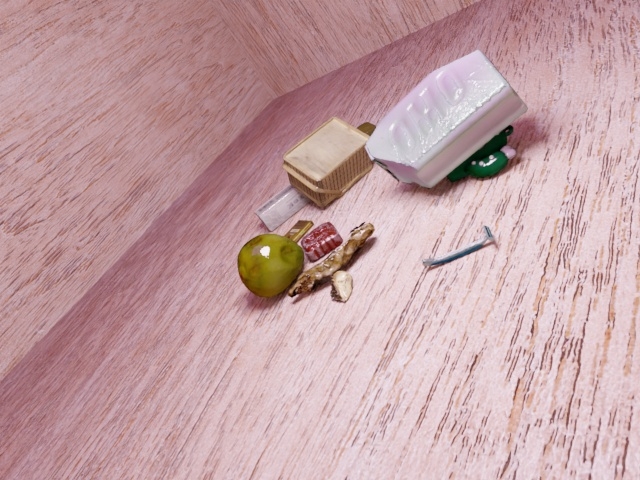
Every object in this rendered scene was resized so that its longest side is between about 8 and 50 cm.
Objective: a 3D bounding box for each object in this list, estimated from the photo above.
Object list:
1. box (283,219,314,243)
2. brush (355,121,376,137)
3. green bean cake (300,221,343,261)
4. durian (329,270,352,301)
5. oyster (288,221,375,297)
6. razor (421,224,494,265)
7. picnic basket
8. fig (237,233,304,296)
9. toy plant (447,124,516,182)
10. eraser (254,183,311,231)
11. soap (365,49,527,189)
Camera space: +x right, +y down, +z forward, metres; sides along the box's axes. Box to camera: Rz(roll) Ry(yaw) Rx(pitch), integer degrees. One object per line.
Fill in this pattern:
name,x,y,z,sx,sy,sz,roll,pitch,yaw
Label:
box,-0.093,-0.029,1.941,0.090,0.023,0.133,1,43,53
brush,0.167,-0.464,2.331,0.197,0.059,0.123,-37,29,-1
green bean cake,0.000,0.000,1.743,0.135,0.056,0.136,-36,26,2
durian,0.058,0.138,1.476,0.066,0.052,0.130,8,37,0
oyster,0.039,0.068,1.564,0.345,0.079,0.129,-41,-7,-4
razor,0.351,0.027,1.298,0.191,0.037,0.068,-28,21,20
picnic basket,0.029,-0.305,2.004,0.312,0.175,0.228,-41,58,-19
fig,-0.162,0.067,1.655,0.230,0.207,0.207,-43,27,-14
toy plant,0.488,-0.283,1.573,0.243,0.112,0.233,-16,48,39
eraser,-0.091,-0.202,2.152,0.403,0.096,0.098,-38,25,-8
soap,0.358,-0.352,1.538,0.446,0.156,0.262,-41,49,27
